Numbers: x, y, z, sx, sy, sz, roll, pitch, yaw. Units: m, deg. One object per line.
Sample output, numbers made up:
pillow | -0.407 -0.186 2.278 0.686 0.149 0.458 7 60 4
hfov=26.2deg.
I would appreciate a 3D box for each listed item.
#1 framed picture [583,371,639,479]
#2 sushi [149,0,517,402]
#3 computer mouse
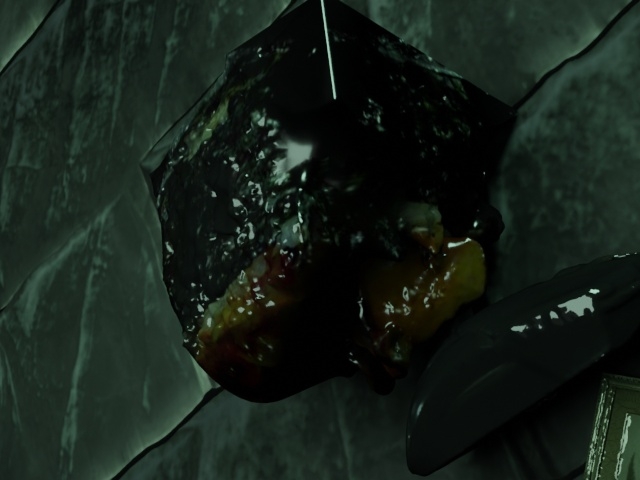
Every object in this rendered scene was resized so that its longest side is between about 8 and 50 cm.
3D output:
framed picture | 0.221 0.204 0.820 0.173 0.010 0.231 6 84 46
sushi | -0.001 0.000 0.931 0.227 0.215 0.212 -29 53 34
computer mouse | 0.128 0.072 0.873 0.217 0.122 0.073 -38 79 31
